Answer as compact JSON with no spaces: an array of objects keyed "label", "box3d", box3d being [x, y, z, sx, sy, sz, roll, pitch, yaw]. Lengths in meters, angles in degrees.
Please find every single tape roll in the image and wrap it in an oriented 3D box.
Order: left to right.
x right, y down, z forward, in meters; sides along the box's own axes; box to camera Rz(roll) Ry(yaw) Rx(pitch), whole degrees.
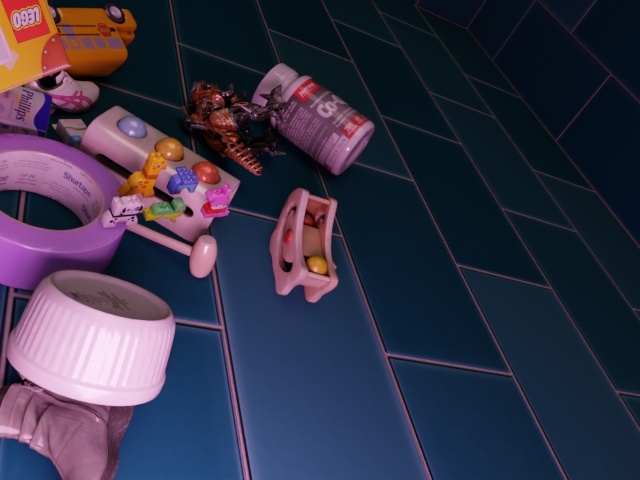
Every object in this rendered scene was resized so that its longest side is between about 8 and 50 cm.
[{"label":"tape roll","box3d":[-0.448,-0.050,1.107,0.275,0.090,0.274,23,33,-16]}]

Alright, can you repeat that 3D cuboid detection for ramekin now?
[{"label":"ramekin","box3d":[-0.291,0.120,0.925,0.207,0.109,0.207,22,8,-3]}]

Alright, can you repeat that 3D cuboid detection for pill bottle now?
[{"label":"pill bottle","box3d":[-0.021,-0.306,1.748,0.283,0.161,0.161,38,33,7]}]

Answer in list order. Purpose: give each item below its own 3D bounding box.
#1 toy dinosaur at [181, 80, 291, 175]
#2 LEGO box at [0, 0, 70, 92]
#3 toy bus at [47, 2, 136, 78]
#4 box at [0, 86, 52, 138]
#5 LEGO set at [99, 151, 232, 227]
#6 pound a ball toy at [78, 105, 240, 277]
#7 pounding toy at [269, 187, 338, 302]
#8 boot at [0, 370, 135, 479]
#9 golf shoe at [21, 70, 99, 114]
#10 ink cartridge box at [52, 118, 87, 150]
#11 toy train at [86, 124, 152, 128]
[{"label":"toy dinosaur","box3d":[-0.194,-0.251,1.584,0.219,0.164,0.321,-6,66,-26]},{"label":"LEGO box","box3d":[-0.651,-0.336,0.951,0.193,0.372,0.500,3,30,33]},{"label":"toy bus","box3d":[-0.526,-0.415,1.472,0.333,0.108,0.130,-27,90,-56]},{"label":"box","box3d":[-0.560,-0.221,1.250,0.137,0.072,0.126,15,37,-27]},{"label":"LEGO set","box3d":[-0.248,-0.092,1.141,0.227,0.093,0.087,-9,57,-41]},{"label":"pound a ball toy","box3d":[-0.286,-0.102,1.272,0.319,0.135,0.208,32,32,-2]},{"label":"pounding toy","box3d":[0.000,0.000,1.368,0.155,0.154,0.269,16,37,-25]},{"label":"boot","box3d":[-0.324,0.249,0.843,0.161,0.083,0.246,19,27,-13]},{"label":"golf shoe","box3d":[-0.506,-0.298,1.388,0.067,0.086,0.186,40,31,12]},{"label":"ink cartridge box","box3d":[-0.474,-0.208,1.347,0.048,0.028,0.083,-12,53,-49]},{"label":"toy train","box3d":[-0.408,-0.222,1.428,0.158,0.027,0.036,-9,41,-46]}]
